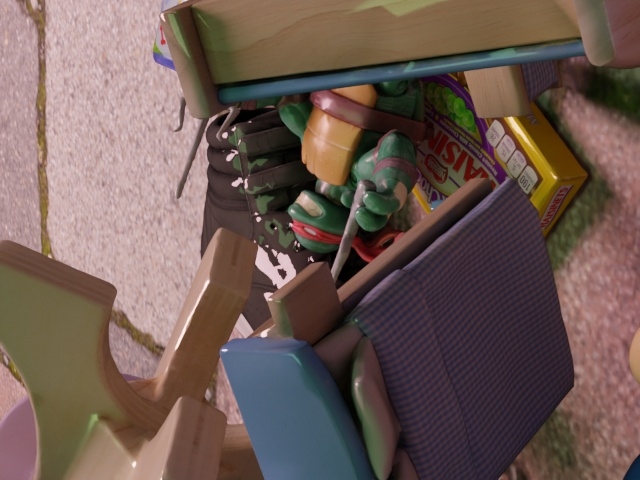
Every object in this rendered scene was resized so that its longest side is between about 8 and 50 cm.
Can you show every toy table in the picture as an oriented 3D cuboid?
[{"bbox_3d":[-0.089,0.112,0.814,0.161,0.252,0.274,-61,23,25],"label":"toy table"}]

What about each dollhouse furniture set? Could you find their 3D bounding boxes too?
[{"bbox_3d":[0.115,-0.005,0.667,0.198,0.286,0.303,-1,113,39],"label":"dollhouse furniture set"}]

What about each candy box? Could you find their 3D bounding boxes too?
[{"bbox_3d":[0.074,-0.076,0.879,0.206,0.027,0.105,59,144,30],"label":"candy box"}]

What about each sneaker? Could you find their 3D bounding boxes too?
[{"bbox_3d":[-0.001,0.000,0.937,0.295,0.104,0.147,35,131,53],"label":"sneaker"}]

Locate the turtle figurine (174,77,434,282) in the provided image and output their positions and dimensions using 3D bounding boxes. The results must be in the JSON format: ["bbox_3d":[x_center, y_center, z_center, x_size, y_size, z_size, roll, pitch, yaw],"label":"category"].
[{"bbox_3d":[0.009,-0.076,0.847,0.175,0.118,0.234,25,102,36],"label":"turtle figurine"}]

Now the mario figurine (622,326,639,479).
[{"bbox_3d":[0.159,0.103,0.666,0.198,0.170,0.321,58,142,34],"label":"mario figurine"}]

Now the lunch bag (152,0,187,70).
[{"bbox_3d":[-0.039,-0.161,0.964,0.151,0.096,0.129,28,114,48],"label":"lunch bag"}]
